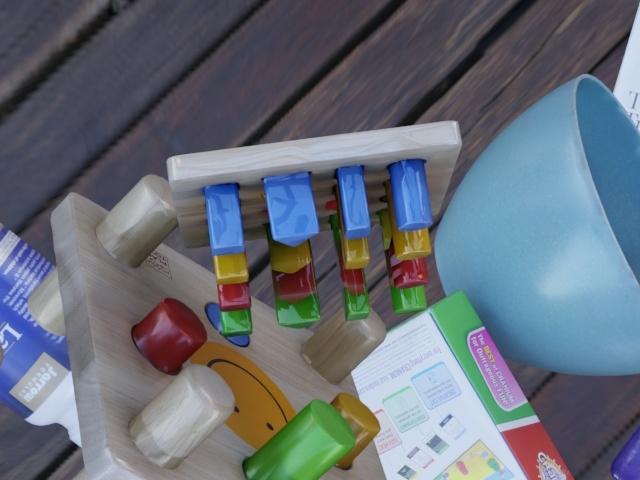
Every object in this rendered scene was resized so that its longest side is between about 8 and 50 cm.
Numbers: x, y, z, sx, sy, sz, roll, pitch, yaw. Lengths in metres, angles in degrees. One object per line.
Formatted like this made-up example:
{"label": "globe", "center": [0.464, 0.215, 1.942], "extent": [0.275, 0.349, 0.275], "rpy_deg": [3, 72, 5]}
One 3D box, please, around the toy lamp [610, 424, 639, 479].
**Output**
{"label": "toy lamp", "center": [0.213, 0.243, 1.222], "extent": [0.080, 0.080, 0.274], "rpy_deg": [22, 100, -2]}

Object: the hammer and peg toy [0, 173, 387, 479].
{"label": "hammer and peg toy", "center": [-0.091, 0.074, 1.034], "extent": [0.361, 0.266, 0.127], "rpy_deg": [33, 113, -32]}

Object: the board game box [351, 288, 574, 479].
{"label": "board game box", "center": [0.111, 0.237, 1.590], "extent": [0.242, 0.064, 0.316], "rpy_deg": [-32, 87, 37]}

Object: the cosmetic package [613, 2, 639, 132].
{"label": "cosmetic package", "center": [0.540, -0.174, 1.985], "extent": [0.377, 0.097, 0.284], "rpy_deg": [16, 90, 15]}

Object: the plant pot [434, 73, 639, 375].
{"label": "plant pot", "center": [0.227, 0.013, 1.644], "extent": [0.195, 0.290, 0.290], "rpy_deg": [-25, 86, 23]}

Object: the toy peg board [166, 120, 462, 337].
{"label": "toy peg board", "center": [0.000, 0.000, 0.990], "extent": [0.161, 0.160, 0.079], "rpy_deg": [-8, 77, -3]}

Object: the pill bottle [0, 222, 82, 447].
{"label": "pill bottle", "center": [-0.313, 0.105, 1.863], "extent": [0.265, 0.153, 0.153], "rpy_deg": [39, 82, -9]}
